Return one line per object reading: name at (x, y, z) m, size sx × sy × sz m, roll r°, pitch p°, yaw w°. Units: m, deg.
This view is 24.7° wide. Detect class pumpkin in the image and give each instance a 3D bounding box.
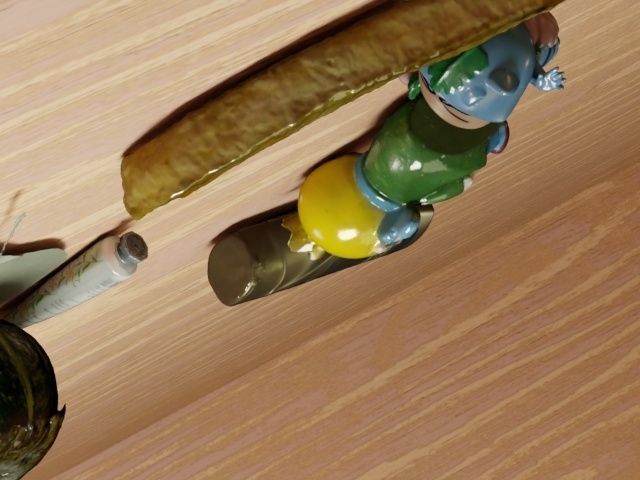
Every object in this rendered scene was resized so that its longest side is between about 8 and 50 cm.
pumpkin at (-0.334, 0.163, 1.271) m, size 0.238 × 0.159 × 0.238 m, roll -21°, pitch 172°, yaw -3°

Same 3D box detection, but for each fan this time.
fan at (-0.271, 0.025, 1.186) m, size 0.182 × 0.010 × 0.310 m, roll -25°, pitch 173°, yaw -29°

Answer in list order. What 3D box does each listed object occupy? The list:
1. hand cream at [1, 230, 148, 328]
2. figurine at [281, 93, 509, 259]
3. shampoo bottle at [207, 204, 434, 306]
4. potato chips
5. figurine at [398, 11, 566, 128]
hand cream at (-0.235, 0.044, 1.354) m, size 0.194 × 0.042 × 0.067 m, roll -29°, pitch -179°, yaw 32°
figurine at (0.077, -0.064, 1.531) m, size 0.185 × 0.127 × 0.234 m, roll -32°, pitch 166°, yaw -46°
shampoo bottle at (0.000, 0.000, 1.720) m, size 0.125 × 0.084 × 0.350 m, roll -39°, pitch 167°, yaw 37°
potato chips at (0.027, -0.133, 1.114) m, size 0.407 × 0.057 × 0.080 m, roll -28°, pitch 178°, yaw -9°
figurine at (0.140, -0.151, 1.258) m, size 0.144 × 0.114 × 0.178 m, roll -35°, pitch 179°, yaw 42°
